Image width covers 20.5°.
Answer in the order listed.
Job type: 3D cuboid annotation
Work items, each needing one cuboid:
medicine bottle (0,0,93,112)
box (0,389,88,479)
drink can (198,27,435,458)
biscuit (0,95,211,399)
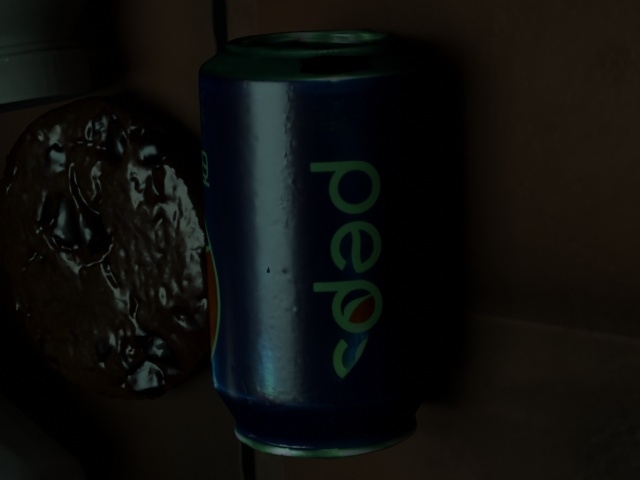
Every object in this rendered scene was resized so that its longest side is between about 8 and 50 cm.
[{"bbox_3d":[-0.208,-0.199,1.027,0.131,0.131,0.250,-7,94,45],"label":"medicine bottle"},{"bbox_3d":[-0.266,0.139,1.104,0.206,0.262,0.291,35,132,13],"label":"box"},{"bbox_3d":[0.000,0.000,0.886,0.118,0.118,0.205,8,105,43],"label":"drink can"},{"bbox_3d":[-0.128,0.007,1.058,0.192,0.049,0.192,17,116,40],"label":"biscuit"}]
